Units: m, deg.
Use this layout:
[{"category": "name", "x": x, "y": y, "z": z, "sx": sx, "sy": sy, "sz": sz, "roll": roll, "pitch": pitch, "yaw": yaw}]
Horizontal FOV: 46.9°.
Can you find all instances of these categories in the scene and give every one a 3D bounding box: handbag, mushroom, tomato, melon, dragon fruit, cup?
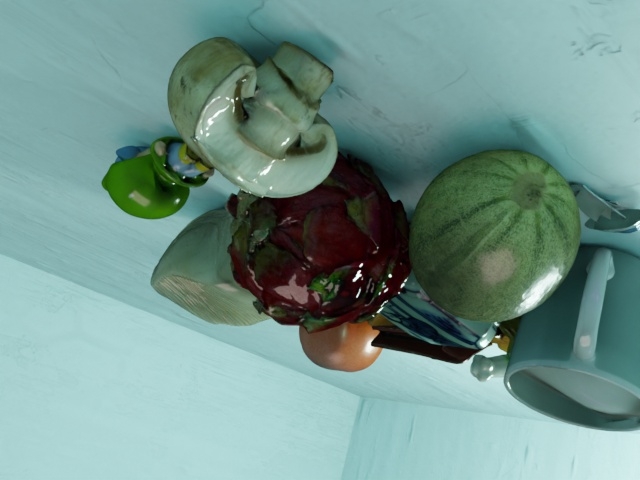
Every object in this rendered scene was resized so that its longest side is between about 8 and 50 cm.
[{"category": "handbag", "x": 0.303, "y": 0.246, "z": 1.967, "sx": 0.276, "sy": 0.084, "sz": 0.260, "roll": 4, "pitch": -172, "yaw": 29}, {"category": "mushroom", "x": -0.094, "y": -0.188, "z": 1.001, "sx": 0.189, "sy": 0.195, "sz": 0.254, "roll": 43, "pitch": -171, "yaw": 37}, {"category": "tomato", "x": 0.063, "y": 0.269, "z": 2.156, "sx": 0.256, "sy": 0.224, "sz": 0.256, "roll": 11, "pitch": 171, "yaw": 2}, {"category": "melon", "x": 0.260, "y": -0.006, "z": 1.120, "sx": 0.249, "sy": 0.248, "sz": 0.329, "roll": 14, "pitch": 159, "yaw": 2}, {"category": "dragon fruit", "x": 0.001, "y": 0.003, "z": 1.252, "sx": 0.329, "sy": 0.329, "sz": 0.329, "roll": 13, "pitch": 162, "yaw": 4}, {"category": "cup", "x": 0.486, "y": 0.144, "z": 1.322, "sx": 0.260, "sy": 0.274, "sz": 0.356, "roll": 10, "pitch": 149, "yaw": 23}]

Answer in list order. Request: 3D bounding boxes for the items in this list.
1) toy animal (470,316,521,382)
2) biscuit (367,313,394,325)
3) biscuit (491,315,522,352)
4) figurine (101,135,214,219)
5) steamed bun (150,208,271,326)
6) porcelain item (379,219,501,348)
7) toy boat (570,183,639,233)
[{"category": "toy animal", "x": 0.481, "y": 0.251, "z": 1.563, "sx": 0.363, "sy": 0.181, "sz": 0.180, "roll": 5, "pitch": 149, "yaw": -1}, {"category": "biscuit", "x": 0.249, "y": 0.153, "z": 1.797, "sx": 0.302, "sy": 0.043, "sz": 0.278, "roll": -14, "pitch": 154, "yaw": 17}, {"category": "biscuit", "x": 0.575, "y": 0.232, "z": 1.836, "sx": 0.351, "sy": 0.070, "sz": 0.394, "roll": 8, "pitch": 163, "yaw": 2}, {"category": "figurine", "x": -0.304, "y": -0.125, "z": 1.399, "sx": 0.263, "sy": 0.143, "sz": 0.162, "roll": -18, "pitch": 151, "yaw": 41}, {"category": "steamed bun", "x": -0.206, "y": 0.046, "z": 1.674, "sx": 0.247, "sy": 0.236, "sz": 0.384, "roll": 33, "pitch": 156, "yaw": -27}, {"category": "porcelain item", "x": 0.214, "y": 0.095, "z": 1.491, "sx": 0.281, "sy": 0.157, "sz": 0.286, "roll": 38, "pitch": 161, "yaw": -21}, {"category": "toy boat", "x": 0.447, "y": -0.044, "z": 1.186, "sx": 0.149, "sy": 0.034, "sz": 0.105, "roll": 17, "pitch": 160, "yaw": -8}]
